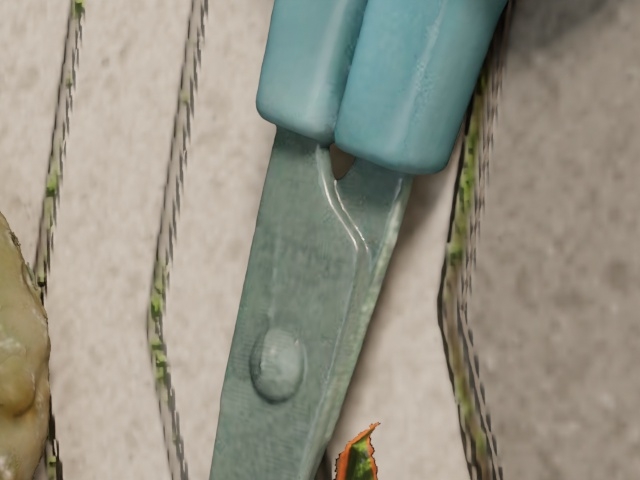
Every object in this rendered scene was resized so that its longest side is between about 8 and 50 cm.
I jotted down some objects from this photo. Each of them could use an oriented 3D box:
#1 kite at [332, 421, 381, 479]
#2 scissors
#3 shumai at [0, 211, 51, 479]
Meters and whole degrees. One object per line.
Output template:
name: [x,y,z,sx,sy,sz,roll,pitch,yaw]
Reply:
kite: [0.022,0.222,0.541,0.234,0.016,0.321,134,128,-58]
scissors: [0.000,0.000,0.607,0.193,0.029,0.447,23,103,42]
shumai: [-0.196,0.061,0.726,0.120,0.201,0.201,100,155,-70]
